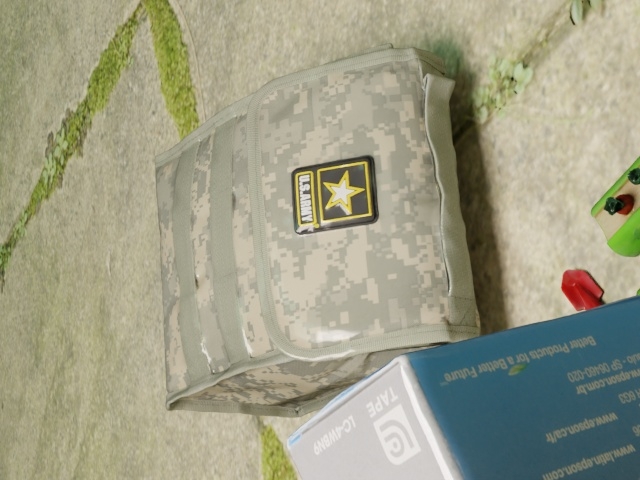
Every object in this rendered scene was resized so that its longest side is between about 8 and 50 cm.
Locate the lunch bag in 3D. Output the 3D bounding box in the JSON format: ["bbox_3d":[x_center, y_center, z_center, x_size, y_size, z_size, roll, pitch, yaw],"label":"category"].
[{"bbox_3d":[0.000,0.000,1.040,0.287,0.169,0.235,-26,62,47],"label":"lunch bag"}]

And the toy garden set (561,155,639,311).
[{"bbox_3d":[0.211,0.069,0.796,0.204,0.049,0.244,-55,44,41],"label":"toy garden set"}]

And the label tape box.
[{"bbox_3d":[0.167,0.205,0.611,0.115,0.249,0.348,-41,66,46],"label":"label tape box"}]
